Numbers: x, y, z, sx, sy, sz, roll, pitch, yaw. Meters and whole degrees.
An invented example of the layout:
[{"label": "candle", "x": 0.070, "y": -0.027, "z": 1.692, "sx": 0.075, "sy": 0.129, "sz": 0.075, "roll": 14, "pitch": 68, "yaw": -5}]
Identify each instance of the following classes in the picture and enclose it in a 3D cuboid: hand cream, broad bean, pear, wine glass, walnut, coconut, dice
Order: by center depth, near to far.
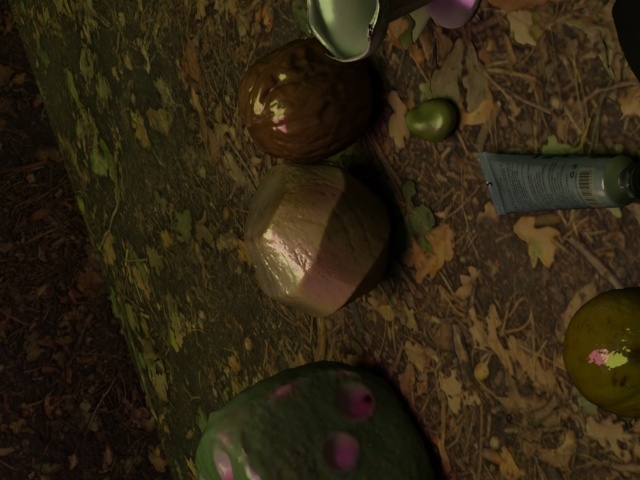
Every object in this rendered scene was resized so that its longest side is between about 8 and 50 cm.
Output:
[{"label": "pear", "x": 0.349, "y": 0.123, "z": 1.017, "sx": 0.149, "sy": 0.148, "sz": 0.162, "roll": 69, "pitch": 157, "yaw": 7}, {"label": "hand cream", "x": 0.288, "y": -0.073, "z": 1.121, "sx": 0.271, "sy": 0.058, "sz": 0.091, "roll": 4, "pitch": 119, "yaw": 63}, {"label": "wine glass", "x": 0.095, "y": -0.322, "z": 1.173, "sx": 0.165, "sy": 0.196, "sz": 0.165, "roll": 39, "pitch": 137, "yaw": 48}, {"label": "broad bean", "x": 0.158, "y": -0.169, "z": 1.302, "sx": 0.083, "sy": 0.045, "sz": 0.063, "roll": 0, "pitch": 93, "yaw": 51}, {"label": "walnut", "x": -0.026, "y": -0.214, "z": 1.417, "sx": 0.213, "sy": 0.213, "sz": 0.213, "roll": 34, "pitch": 132, "yaw": 48}, {"label": "coconut", "x": 0.000, "y": 0.000, "z": 1.486, "sx": 0.259, "sy": 0.259, "sz": 0.259, "roll": 34, "pitch": 132, "yaw": 48}, {"label": "dice", "x": -0.015, "y": 0.417, "z": 1.605, "sx": 0.330, "sy": 0.322, "sz": 0.318, "roll": 60, "pitch": 148, "yaw": 25}]

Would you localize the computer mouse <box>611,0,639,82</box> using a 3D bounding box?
[{"label": "computer mouse", "x": 0.378, "y": -0.231, "z": 0.840, "sx": 0.170, "sy": 0.100, "sz": 0.269, "roll": 64, "pitch": 149, "yaw": 21}]
